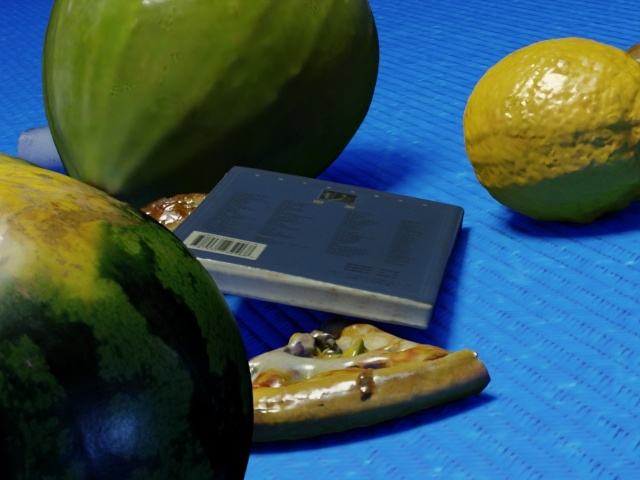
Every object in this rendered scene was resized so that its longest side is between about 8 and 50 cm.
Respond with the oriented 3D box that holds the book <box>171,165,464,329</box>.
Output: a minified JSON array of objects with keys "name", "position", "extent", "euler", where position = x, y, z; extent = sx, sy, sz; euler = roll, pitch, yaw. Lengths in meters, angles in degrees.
[{"name":"book","position":[0.000,0.000,1.230],"extent":[0.190,0.025,0.269],"euler":[11,16,6]}]

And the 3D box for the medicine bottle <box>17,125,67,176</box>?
[{"name":"medicine bottle","position":[-0.204,-0.102,1.782],"extent":[0.230,0.059,0.059],"euler":[-6,17,21]}]

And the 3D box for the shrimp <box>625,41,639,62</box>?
[{"name":"shrimp","position":[0.401,-0.211,1.744],"extent":[0.217,0.051,0.115],"euler":[-18,15,-12]}]

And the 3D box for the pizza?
[{"name":"pizza","position":[0.019,0.076,1.063],"extent":[0.184,0.036,0.176],"euler":[-7,17,16]}]

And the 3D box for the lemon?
[{"name":"lemon","position":[0.190,-0.083,1.294],"extent":[0.187,0.142,0.142],"euler":[-1,19,39]}]

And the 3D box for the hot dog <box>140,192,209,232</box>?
[{"name":"hot dog","position":[-0.097,0.004,1.335],"extent":[0.147,0.065,0.099],"euler":[-20,24,-18]}]

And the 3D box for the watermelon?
[{"name":"watermelon","position":[-0.165,0.079,0.802],"extent":[0.269,0.269,0.269],"euler":[-11,16,3]}]

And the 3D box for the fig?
[{"name":"fig","position":[-0.112,-0.142,1.491],"extent":[0.316,0.316,0.316],"euler":[-11,16,3]}]
